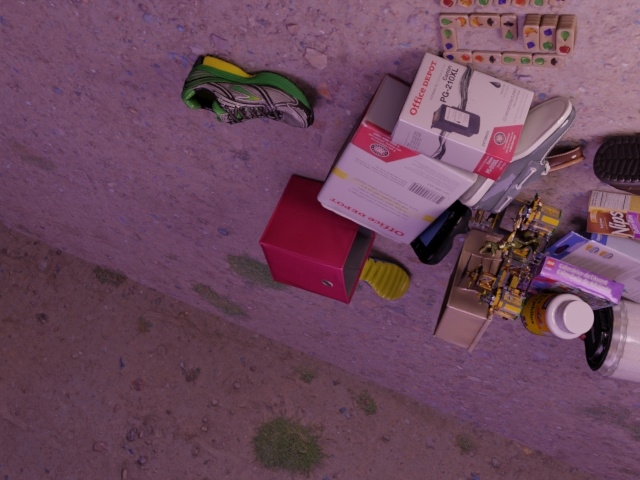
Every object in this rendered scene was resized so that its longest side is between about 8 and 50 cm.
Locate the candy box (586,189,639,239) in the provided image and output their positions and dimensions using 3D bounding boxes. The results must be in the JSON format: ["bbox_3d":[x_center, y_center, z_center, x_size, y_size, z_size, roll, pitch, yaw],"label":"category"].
[{"bbox_3d":[0.713,-0.053,1.461,0.186,0.053,0.109,11,152,26],"label":"candy box"}]

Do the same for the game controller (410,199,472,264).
[{"bbox_3d":[0.290,-0.031,1.577,0.067,0.166,0.319,44,-172,-5],"label":"game controller"}]

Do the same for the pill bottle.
[{"bbox_3d":[0.623,0.198,1.682,0.117,0.117,0.215,27,172,-6],"label":"pill bottle"}]

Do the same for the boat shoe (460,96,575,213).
[{"bbox_3d":[0.431,-0.171,1.354,0.099,0.116,0.319,26,133,-16],"label":"boat shoe"}]

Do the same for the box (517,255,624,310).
[{"bbox_3d":[0.663,0.123,1.720,0.200,0.057,0.293,21,172,9],"label":"box"}]

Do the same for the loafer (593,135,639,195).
[{"bbox_3d":[0.733,-0.136,1.237,0.365,0.134,0.130,16,178,37],"label":"loafer"}]

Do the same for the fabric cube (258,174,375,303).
[{"bbox_3d":[0.000,0.000,1.908,0.258,0.259,0.254,16,154,15],"label":"fabric cube"}]

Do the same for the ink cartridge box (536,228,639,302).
[{"bbox_3d":[0.736,0.053,1.626,0.310,0.065,0.186,22,156,-2],"label":"ink cartridge box"}]

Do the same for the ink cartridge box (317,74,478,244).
[{"bbox_3d":[0.184,-0.175,1.540,0.279,0.161,0.385,26,153,-5],"label":"ink cartridge box"}]

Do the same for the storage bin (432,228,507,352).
[{"bbox_3d":[0.428,0.144,1.823,0.123,0.261,0.262,17,153,10],"label":"storage bin"}]

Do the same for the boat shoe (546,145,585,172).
[{"bbox_3d":[0.473,-0.176,1.406,0.206,0.073,0.073,-16,94,44],"label":"boat shoe"}]

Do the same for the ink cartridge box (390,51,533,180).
[{"bbox_3d":[0.284,-0.251,1.295,0.237,0.172,0.100,22,162,4],"label":"ink cartridge box"}]

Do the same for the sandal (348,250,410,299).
[{"bbox_3d":[0.165,0.094,2.141,0.317,0.126,0.138,28,-170,-25],"label":"sandal"}]

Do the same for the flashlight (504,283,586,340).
[{"bbox_3d":[0.701,0.216,1.914,0.303,0.103,0.103,21,155,3],"label":"flashlight"}]

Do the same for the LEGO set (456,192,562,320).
[{"bbox_3d":[0.420,0.014,1.535,0.192,0.255,0.332,20,111,7],"label":"LEGO set"}]

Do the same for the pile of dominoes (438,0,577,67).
[{"bbox_3d":[0.333,-0.385,1.164,0.251,0.040,0.196,10,151,25],"label":"pile of dominoes"}]

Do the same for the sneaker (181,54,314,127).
[{"bbox_3d":[-0.177,-0.331,1.563,0.343,0.146,0.134,17,153,12],"label":"sneaker"}]

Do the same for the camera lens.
[{"bbox_3d":[0.879,0.280,1.733,0.274,0.220,0.219,11,152,7],"label":"camera lens"}]
